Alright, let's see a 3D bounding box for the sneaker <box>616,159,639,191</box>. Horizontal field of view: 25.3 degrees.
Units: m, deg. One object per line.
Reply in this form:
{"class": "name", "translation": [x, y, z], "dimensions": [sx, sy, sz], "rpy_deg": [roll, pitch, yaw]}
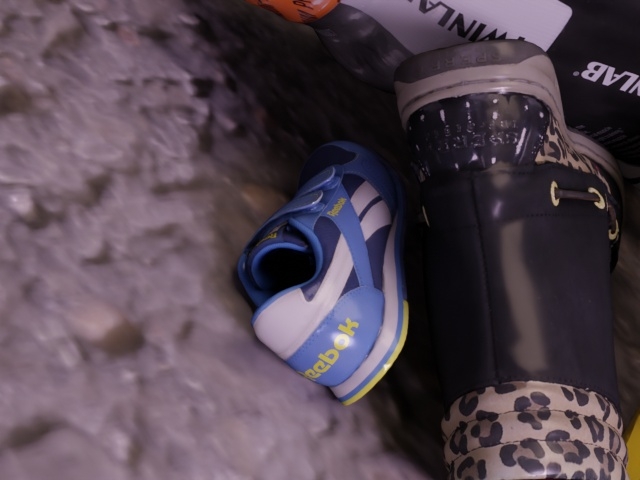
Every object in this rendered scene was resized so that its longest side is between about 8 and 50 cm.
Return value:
{"class": "sneaker", "translation": [0.247, -0.103, 0.958], "dimensions": [0.146, 0.122, 0.330], "rpy_deg": [52, 36, -1]}

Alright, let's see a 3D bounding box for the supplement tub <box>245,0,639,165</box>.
{"class": "supplement tub", "translation": [0.128, -0.142, 0.678], "dimensions": [0.316, 0.193, 0.193], "rpy_deg": [12, 40, -25]}

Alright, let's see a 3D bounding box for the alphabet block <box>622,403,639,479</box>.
{"class": "alphabet block", "translation": [0.271, 0.084, 0.611], "dimensions": [0.193, 0.192, 0.197], "rpy_deg": [36, 24, 34]}

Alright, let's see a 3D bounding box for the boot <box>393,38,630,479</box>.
{"class": "boot", "translation": [0.093, 0.036, 0.620], "dimensions": [0.236, 0.085, 0.178], "rpy_deg": [42, 41, -63]}

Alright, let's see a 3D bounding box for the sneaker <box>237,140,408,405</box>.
{"class": "sneaker", "translation": [0.000, 0.000, 0.585], "dimensions": [0.059, 0.053, 0.144], "rpy_deg": [26, 32, -21]}
